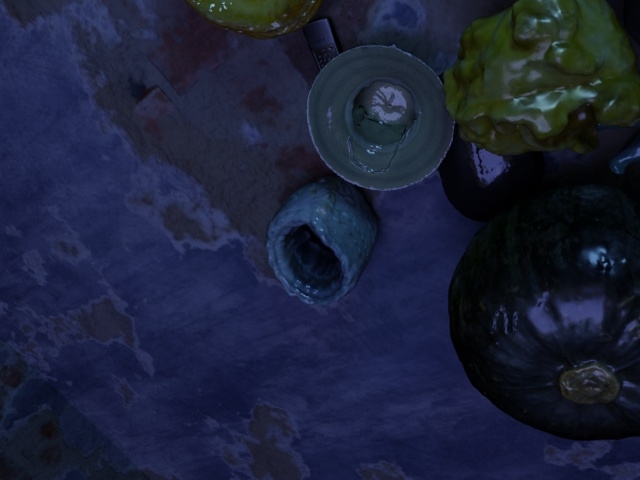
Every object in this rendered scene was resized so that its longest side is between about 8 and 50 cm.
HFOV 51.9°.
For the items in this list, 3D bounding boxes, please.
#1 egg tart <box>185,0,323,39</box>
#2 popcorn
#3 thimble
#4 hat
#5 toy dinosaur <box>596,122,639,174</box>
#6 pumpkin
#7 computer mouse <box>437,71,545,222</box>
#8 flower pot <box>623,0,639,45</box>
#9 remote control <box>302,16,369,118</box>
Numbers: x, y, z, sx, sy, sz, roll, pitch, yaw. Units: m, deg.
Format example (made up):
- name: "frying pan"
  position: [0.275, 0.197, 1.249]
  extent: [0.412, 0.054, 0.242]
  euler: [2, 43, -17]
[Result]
- name: "egg tart"
  position: [-0.109, -0.459, 1.024]
  extent: [0.294, 0.123, 0.294]
  euler: [15, 134, 16]
- name: "popcorn"
  position: [0.305, -0.229, 0.931]
  extent: [0.250, 0.235, 0.241]
  euler: [-19, 84, 53]
- name: "thimble"
  position: [0.000, 0.000, 1.296]
  extent: [0.205, 0.172, 0.250]
  euler: [20, 133, 13]
- name: "hat"
  position: [0.107, -0.220, 1.114]
  extent: [0.252, 0.110, 0.252]
  euler: [7, 119, 13]
- name: "toy dinosaur"
  position: [0.562, -0.222, 0.921]
  extent: [0.384, 0.129, 0.330]
  euler: [23, 121, 9]
- name: "pumpkin"
  position: [0.430, 0.116, 1.066]
  extent: [0.455, 0.344, 0.454]
  euler: [10, 132, 11]
- name: "computer mouse"
  position: [0.274, -0.151, 1.103]
  extent: [0.168, 0.087, 0.295]
  euler: [-6, 119, 29]
- name: "flower pot"
  position: [0.474, -0.319, 0.814]
  extent: [0.235, 0.235, 0.148]
  euler: [19, 151, 11]
- name: "remote control"
  position: [0.031, -0.286, 1.155]
  extent: [0.059, 0.028, 0.212]
  euler: [-10, 121, 27]
